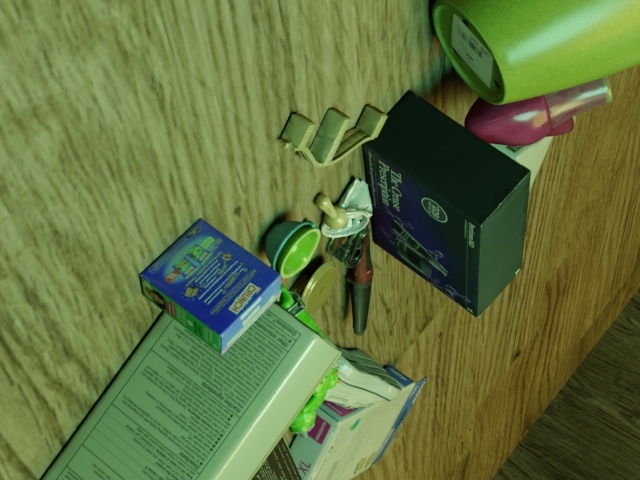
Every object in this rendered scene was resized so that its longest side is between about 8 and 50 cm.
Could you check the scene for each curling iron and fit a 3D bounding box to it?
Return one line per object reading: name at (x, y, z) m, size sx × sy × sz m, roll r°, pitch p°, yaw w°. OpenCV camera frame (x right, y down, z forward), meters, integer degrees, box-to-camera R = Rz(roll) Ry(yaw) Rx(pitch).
curling iron at (0.044, 0.051, 1.760) m, size 0.068 × 0.035 × 0.274 m, roll -43°, pitch 156°, yaw -20°

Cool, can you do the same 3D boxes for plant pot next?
plant pot at (0.281, -0.289, 1.506) m, size 0.293 × 0.275 × 0.275 m, roll -33°, pitch 155°, yaw -10°

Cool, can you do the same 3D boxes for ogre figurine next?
ogre figurine at (-0.041, 0.160, 1.621) m, size 0.197 × 0.118 × 0.097 m, roll -61°, pitch 159°, yaw 16°

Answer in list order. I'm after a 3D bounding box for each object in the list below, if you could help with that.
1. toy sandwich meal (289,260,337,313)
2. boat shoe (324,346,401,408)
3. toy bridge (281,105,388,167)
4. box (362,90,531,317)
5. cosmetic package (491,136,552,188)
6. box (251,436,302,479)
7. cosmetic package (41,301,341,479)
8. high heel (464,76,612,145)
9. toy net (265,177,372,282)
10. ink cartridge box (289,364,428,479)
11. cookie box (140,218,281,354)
toy sandwich meal at (-0.011, 0.058, 1.661) m, size 0.085 × 0.029 × 0.086 m, roll -48°, pitch 156°, yaw -30°
boat shoe at (0.043, 0.207, 1.957) m, size 0.076 × 0.083 × 0.226 m, roll -46°, pitch 149°, yaw 7°
toy bridge at (0.009, -0.111, 1.450) m, size 0.188 × 0.026 × 0.063 m, roll -16°, pitch 137°, yaw -59°
box at (0.156, -0.039, 1.660) m, size 0.103 × 0.184 × 0.261 m, roll -49°, pitch 158°, yaw -18°
cosmetic package at (0.248, -0.069, 1.960) m, size 0.117 × 0.085 × 0.231 m, roll -32°, pitch 147°, yaw -47°
box at (-0.118, 0.318, 1.537) m, size 0.168 × 0.167 × 0.203 m, roll -29°, pitch 160°, yaw 12°
cosmetic package at (-0.136, 0.190, 1.400) m, size 0.309 × 0.160 × 0.113 m, roll -53°, pitch 160°, yaw -2°
high heel at (0.248, -0.181, 1.749) m, size 0.181 × 0.127 × 0.377 m, roll -17°, pitch 180°, yaw -1°
toy net at (0.000, 0.000, 1.571) m, size 0.232 × 0.045 × 0.122 m, roll -29°, pitch 147°, yaw -50°
ink cartridge box at (0.048, 0.306, 2.118) m, size 0.311 × 0.065 × 0.186 m, roll -13°, pitch 134°, yaw -58°
cookie box at (-0.107, 0.045, 1.313) m, size 0.092 × 0.107 × 0.040 m, roll -45°, pitch 157°, yaw -25°
